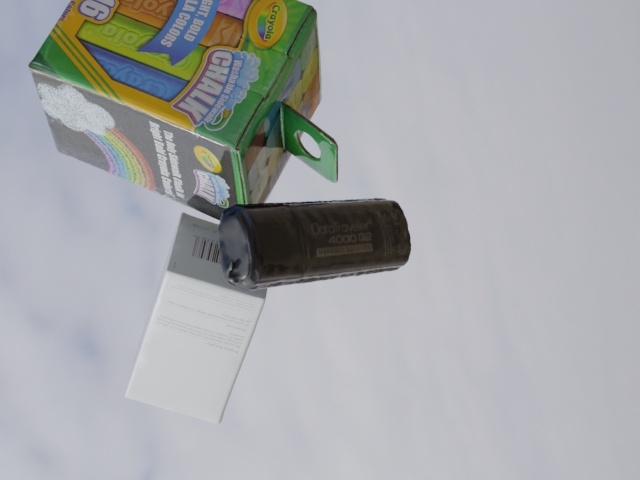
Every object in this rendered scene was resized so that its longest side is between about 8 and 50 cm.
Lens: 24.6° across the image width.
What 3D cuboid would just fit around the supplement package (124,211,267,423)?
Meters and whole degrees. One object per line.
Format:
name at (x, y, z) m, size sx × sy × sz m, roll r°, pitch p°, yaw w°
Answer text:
supplement package at (-0.123, 0.081, 1.504) m, size 0.105 × 0.105 × 0.179 m, roll -84°, pitch 13°, yaw -54°

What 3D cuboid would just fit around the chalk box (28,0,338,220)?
chalk box at (-0.106, -0.143, 1.444) m, size 0.180 × 0.289 × 0.179 m, roll 90°, pitch -156°, yaw -65°

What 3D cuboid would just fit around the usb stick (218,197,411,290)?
usb stick at (0.000, 0.000, 1.385) m, size 0.278 × 0.045 × 0.077 m, roll -5°, pitch -96°, yaw -55°
